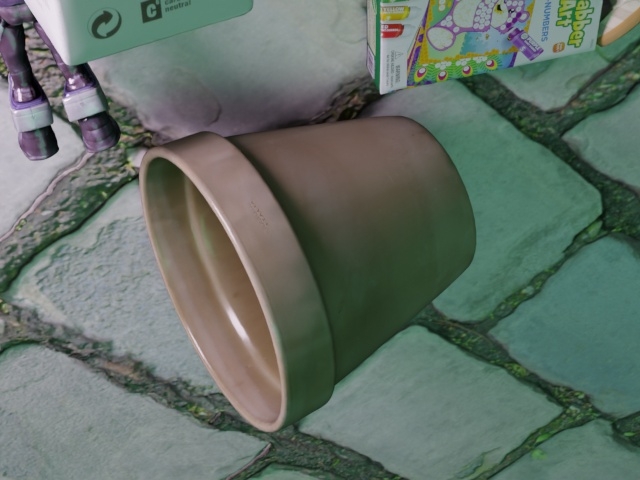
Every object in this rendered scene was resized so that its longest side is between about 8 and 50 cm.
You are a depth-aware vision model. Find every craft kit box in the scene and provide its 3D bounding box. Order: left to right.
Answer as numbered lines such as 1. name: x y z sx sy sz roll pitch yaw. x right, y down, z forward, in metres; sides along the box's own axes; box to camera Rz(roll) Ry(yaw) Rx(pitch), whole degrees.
1. craft kit box: 0.170 -0.277 1.397 0.247 0.061 0.249 -15 139 -10

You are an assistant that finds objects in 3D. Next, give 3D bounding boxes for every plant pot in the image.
1. plant pot: 0.000 0.000 1.474 0.280 0.323 0.323 -25 142 -20

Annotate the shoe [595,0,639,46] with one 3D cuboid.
1. shoe: 0.360 -0.294 1.457 0.058 0.076 0.219 45 119 1

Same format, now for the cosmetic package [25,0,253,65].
1. cosmetic package: -0.174 -0.381 0.968 0.162 0.230 0.453 -20 137 -19

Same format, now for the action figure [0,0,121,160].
1. action figure: -0.273 -0.210 1.261 0.185 0.099 0.285 -12 124 1
